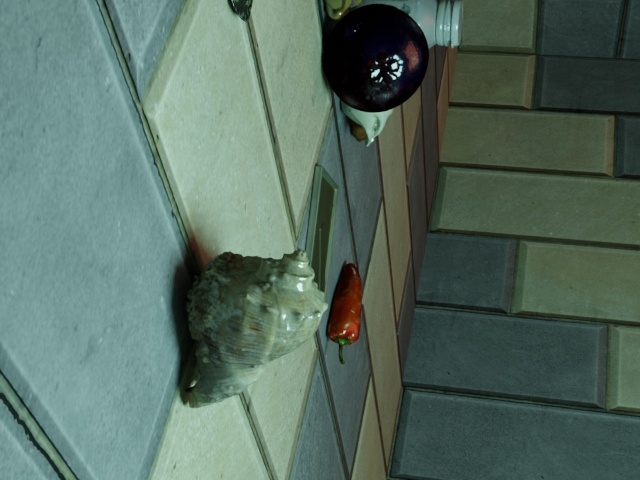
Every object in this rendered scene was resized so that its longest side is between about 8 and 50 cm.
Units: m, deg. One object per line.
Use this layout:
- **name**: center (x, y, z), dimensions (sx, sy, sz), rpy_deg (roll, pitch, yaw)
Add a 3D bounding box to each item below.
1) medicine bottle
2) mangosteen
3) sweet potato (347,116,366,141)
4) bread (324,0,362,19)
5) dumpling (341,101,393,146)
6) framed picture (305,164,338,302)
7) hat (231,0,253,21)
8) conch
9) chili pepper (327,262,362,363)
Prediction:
- **medicine bottle**: center (0.173, -0.440, 2.038), dimensions (0.135, 0.215, 0.135), rpy_deg (6, 90, -78)
- **mangosteen**: center (0.095, -0.337, 1.830), dimensions (0.230, 0.194, 0.194), rpy_deg (-105, -169, -58)
- **sweet potato**: center (0.079, -0.236, 2.115), dimensions (0.179, 0.044, 0.044), rpy_deg (56, 40, -69)
- **bread**: center (0.054, -0.486, 1.781), dimensions (0.134, 0.081, 0.225), rpy_deg (85, 15, -44)
- **dumpling**: center (0.099, -0.290, 2.013), dimensions (0.155, 0.111, 0.181), rpy_deg (-59, 174, -71)
- **framed picture**: center (0.000, 0.000, 1.886), dimensions (0.184, 0.016, 0.250), rpy_deg (35, 61, -77)
- **hat**: center (-0.079, -0.331, 1.289), dimensions (0.121, 0.050, 0.121), rpy_deg (8, 90, -77)
- **conch**: center (-0.087, 0.100, 1.209), dimensions (0.245, 0.163, 0.178), rpy_deg (-58, 158, 18)
- **chili pepper**: center (0.053, 0.139, 2.087), dimensions (0.063, 0.071, 0.272), rpy_deg (37, 42, -29)
